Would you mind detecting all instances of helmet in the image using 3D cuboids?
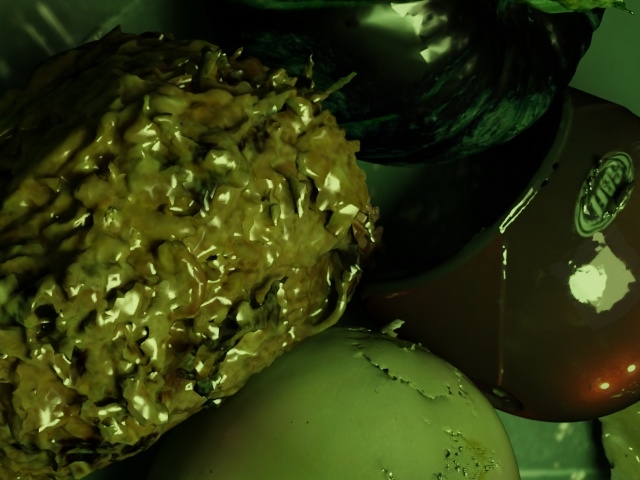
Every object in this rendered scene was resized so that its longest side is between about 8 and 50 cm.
[{"bbox_3d":[0.139,0.011,1.166,0.189,0.193,0.216,-59,164,-23],"label":"helmet"}]

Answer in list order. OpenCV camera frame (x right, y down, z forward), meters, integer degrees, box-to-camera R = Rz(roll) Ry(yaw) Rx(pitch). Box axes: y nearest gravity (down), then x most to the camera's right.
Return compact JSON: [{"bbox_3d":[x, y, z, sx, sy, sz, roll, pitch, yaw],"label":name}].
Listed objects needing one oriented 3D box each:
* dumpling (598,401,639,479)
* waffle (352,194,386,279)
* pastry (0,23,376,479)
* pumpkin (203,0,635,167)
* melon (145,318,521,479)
[{"bbox_3d":[0.273,0.122,1.289,0.086,0.332,0.166,-25,160,-49],"label":"dumpling"},{"bbox_3d":[0.000,0.000,1.164,0.083,0.029,0.075,-17,111,-26],"label":"waffle"},{"bbox_3d":[-0.104,0.000,0.955,0.275,0.275,0.193,-31,91,-23],"label":"pastry"},{"bbox_3d":[0.072,-0.151,1.039,0.248,0.248,0.248,-10,108,-31],"label":"pumpkin"},{"bbox_3d":[-0.001,0.197,1.098,0.223,0.223,0.317,13,96,-35],"label":"melon"}]
